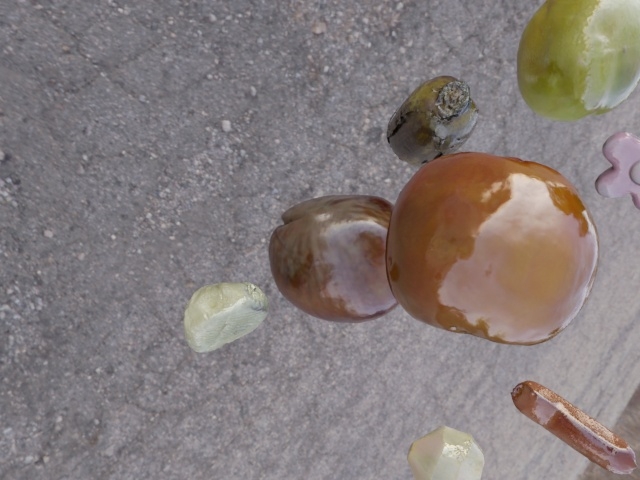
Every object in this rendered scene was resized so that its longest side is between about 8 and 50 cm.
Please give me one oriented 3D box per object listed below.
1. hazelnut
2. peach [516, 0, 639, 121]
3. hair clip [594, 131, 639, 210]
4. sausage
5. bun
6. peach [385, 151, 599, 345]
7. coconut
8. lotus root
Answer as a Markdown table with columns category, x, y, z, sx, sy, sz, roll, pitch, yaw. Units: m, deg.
| category | x | y | z | sx | sy | sz | roll | pitch | yaw |
| --- | --- | --- | --- | --- | --- | --- | --- | --- | --- |
| hazelnut | 0.059 | 0.030 | 1.432 | 0.359 | 0.410 | 0.359 | 2 | 90 | -72 |
| peach | 0.630 | -0.449 | 1.269 | 0.282 | 0.314 | 0.315 | -7 | 110 | -7 |
| hair clip | 0.503 | -0.153 | 0.749 | 0.257 | 0.146 | 0.075 | -64 | 171 | 31 |
| sausage | 0.701 | 0.515 | 1.482 | 0.094 | 0.348 | 0.097 | -19 | 136 | -51 |
| bun | -0.234 | 0.170 | 1.277 | 0.220 | 0.134 | 0.220 | -28 | 159 | -12 |
| peach | 0.280 | 0.006 | 0.888 | 0.343 | 0.343 | 0.301 | 10 | 91 | -48 |
| coconut | 0.414 | 0.746 | 1.784 | 0.259 | 0.259 | 0.259 | -24 | 128 | -34 |
| lotus root | 0.296 | -0.310 | 1.412 | 0.179 | 0.196 | 0.397 | -49 | 179 | -11 |
